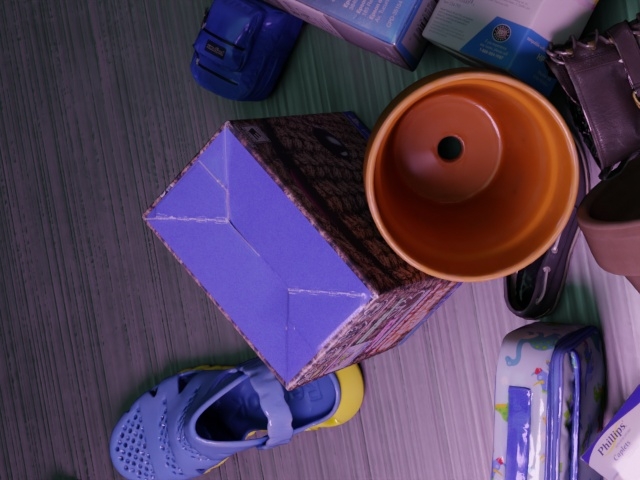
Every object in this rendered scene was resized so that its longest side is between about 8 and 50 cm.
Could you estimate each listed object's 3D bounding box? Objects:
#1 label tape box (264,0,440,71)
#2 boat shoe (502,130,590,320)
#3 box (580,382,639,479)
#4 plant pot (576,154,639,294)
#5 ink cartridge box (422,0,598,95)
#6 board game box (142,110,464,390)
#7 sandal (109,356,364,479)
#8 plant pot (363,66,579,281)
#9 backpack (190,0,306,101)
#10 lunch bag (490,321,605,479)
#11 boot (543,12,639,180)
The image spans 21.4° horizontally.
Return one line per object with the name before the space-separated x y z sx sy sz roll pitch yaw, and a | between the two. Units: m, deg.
label tape box | 0.004 -0.361 1.782 0.334 0.106 0.240 28 89 19
boat shoe | 0.230 -0.017 1.762 0.075 0.065 0.206 12 98 25
box | 0.339 0.181 1.691 0.072 0.137 0.126 40 109 15
plant pot | 0.407 0.022 1.612 0.263 0.263 0.229 -21 105 24
ink cartridge box | 0.216 -0.276 1.698 0.134 0.078 0.231 30 93 46
board game box | 0.000 0.000 1.742 0.232 0.291 0.141 49 113 12
sandal | -0.115 0.196 1.898 0.317 0.138 0.126 -25 86 26
plant pot | 0.138 -0.079 1.700 0.205 0.188 0.205 -1 103 -4
backpack | -0.093 -0.216 1.872 0.098 0.101 0.120 32 110 25
lunch bag | 0.230 0.197 1.721 0.090 0.176 0.219 4 95 24
boot | 0.325 -0.210 1.635 0.229 0.091 0.263 -19 97 0
